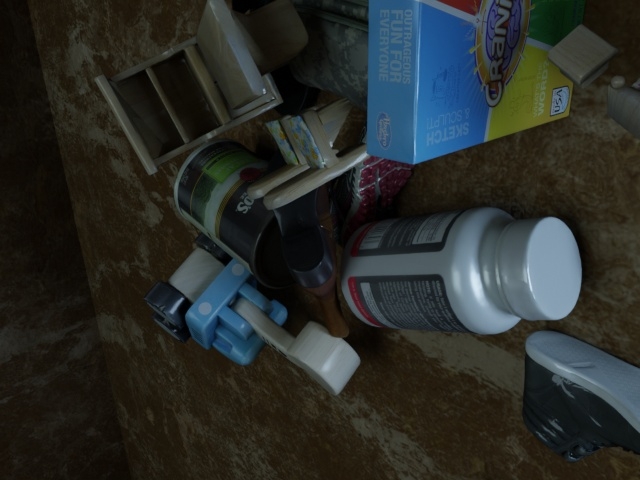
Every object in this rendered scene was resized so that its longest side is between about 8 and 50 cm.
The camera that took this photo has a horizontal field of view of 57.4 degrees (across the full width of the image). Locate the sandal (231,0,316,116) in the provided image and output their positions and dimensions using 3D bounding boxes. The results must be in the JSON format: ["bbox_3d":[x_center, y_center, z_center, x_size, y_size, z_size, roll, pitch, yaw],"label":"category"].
[{"bbox_3d":[-0.101,-0.436,1.029,0.168,0.107,0.445,15,117,46],"label":"sandal"}]

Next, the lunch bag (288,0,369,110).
[{"bbox_3d":[0.092,-0.296,0.786,0.305,0.213,0.256,32,131,36],"label":"lunch bag"}]

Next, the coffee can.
[{"bbox_3d":[-0.133,-0.059,1.160,0.275,0.202,0.201,35,130,36],"label":"coffee can"}]

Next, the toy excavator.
[{"bbox_3d":[-0.139,0.175,1.258,0.445,0.222,0.433,36,158,6],"label":"toy excavator"}]

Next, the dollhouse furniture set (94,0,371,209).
[{"bbox_3d":[-0.170,-0.222,0.818,0.362,0.256,0.394,63,170,-14],"label":"dollhouse furniture set"}]

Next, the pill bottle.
[{"bbox_3d":[0.192,0.044,0.845,0.319,0.176,0.176,-6,102,51],"label":"pill bottle"}]

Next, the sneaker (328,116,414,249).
[{"bbox_3d":[0.067,-0.100,0.973,0.112,0.121,0.299,45,137,32],"label":"sneaker"}]

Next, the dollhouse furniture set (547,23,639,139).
[{"bbox_3d":[0.401,-0.177,0.419,0.303,0.174,0.355,-42,59,8],"label":"dollhouse furniture set"}]

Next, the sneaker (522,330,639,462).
[{"bbox_3d":[0.392,0.248,0.767,0.296,0.105,0.146,32,131,45],"label":"sneaker"}]

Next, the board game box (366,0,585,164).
[{"bbox_3d":[0.179,-0.231,0.625,0.064,0.317,0.242,22,123,43],"label":"board game box"}]

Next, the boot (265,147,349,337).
[{"bbox_3d":[0.000,0.000,0.995,0.280,0.096,0.264,64,-172,-60],"label":"boot"}]
